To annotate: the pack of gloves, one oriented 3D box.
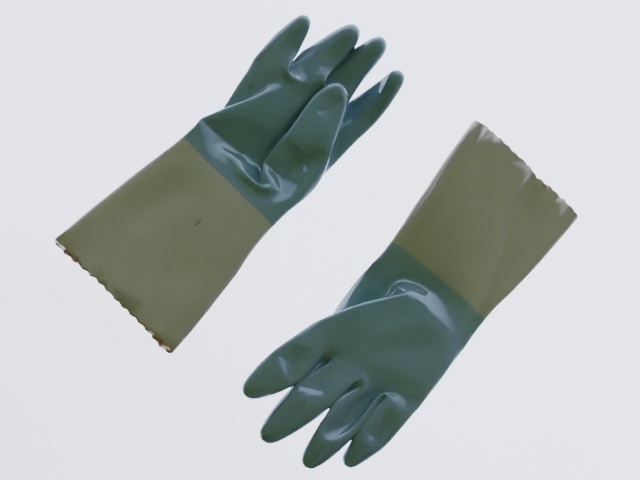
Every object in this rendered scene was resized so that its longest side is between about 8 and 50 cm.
[{"bbox_3d":[0.000,0.000,0.924,0.195,0.232,0.046,43,-28,0],"label":"pack of gloves"}]
